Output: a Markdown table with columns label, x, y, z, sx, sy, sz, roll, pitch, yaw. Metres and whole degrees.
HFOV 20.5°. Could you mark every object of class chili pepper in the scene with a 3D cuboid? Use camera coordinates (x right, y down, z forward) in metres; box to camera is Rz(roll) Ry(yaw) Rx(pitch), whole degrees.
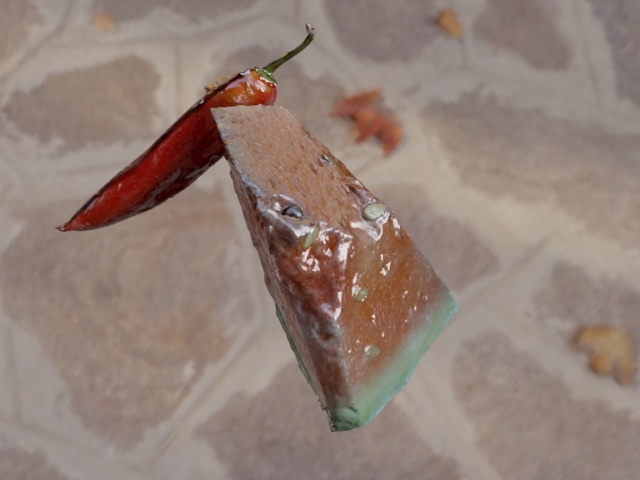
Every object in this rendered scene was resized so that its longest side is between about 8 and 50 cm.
| label | x | y | z | sx | sy | sz | roll | pitch | yaw |
| --- | --- | --- | --- | --- | --- | --- | --- | --- | --- |
| chili pepper | -0.098 | -0.076 | 1.360 | 0.050 | 0.268 | 0.059 | 50 | 16 | -2 |

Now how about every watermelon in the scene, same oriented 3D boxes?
| label | x | y | z | sx | sy | sz | roll | pitch | yaw |
| --- | --- | --- | --- | --- | --- | --- | --- | --- | --- |
| watermelon | 0.000 | 0.000 | 1.327 | 0.140 | 0.256 | 0.193 | -32 | 40 | -6 |
